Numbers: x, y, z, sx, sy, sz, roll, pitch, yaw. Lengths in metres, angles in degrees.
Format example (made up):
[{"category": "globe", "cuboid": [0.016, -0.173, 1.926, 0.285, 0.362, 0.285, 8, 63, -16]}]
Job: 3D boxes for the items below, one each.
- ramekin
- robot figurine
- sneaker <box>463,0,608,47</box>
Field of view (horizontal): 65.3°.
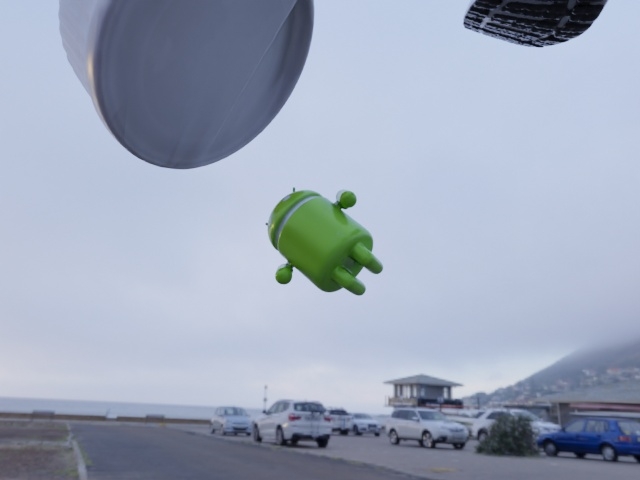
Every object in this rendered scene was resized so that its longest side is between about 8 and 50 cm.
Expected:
[{"category": "ramekin", "cuboid": [-0.144, -0.222, 0.542, 0.127, 0.273, 0.273, 42, -4, 24]}, {"category": "robot figurine", "cuboid": [0.000, 0.000, 0.445, 0.115, 0.101, 0.067, 40, 3, 27]}, {"category": "sneaker", "cuboid": [0.209, -0.265, 0.403, 0.111, 0.121, 0.300, 16, -10, -5]}]
